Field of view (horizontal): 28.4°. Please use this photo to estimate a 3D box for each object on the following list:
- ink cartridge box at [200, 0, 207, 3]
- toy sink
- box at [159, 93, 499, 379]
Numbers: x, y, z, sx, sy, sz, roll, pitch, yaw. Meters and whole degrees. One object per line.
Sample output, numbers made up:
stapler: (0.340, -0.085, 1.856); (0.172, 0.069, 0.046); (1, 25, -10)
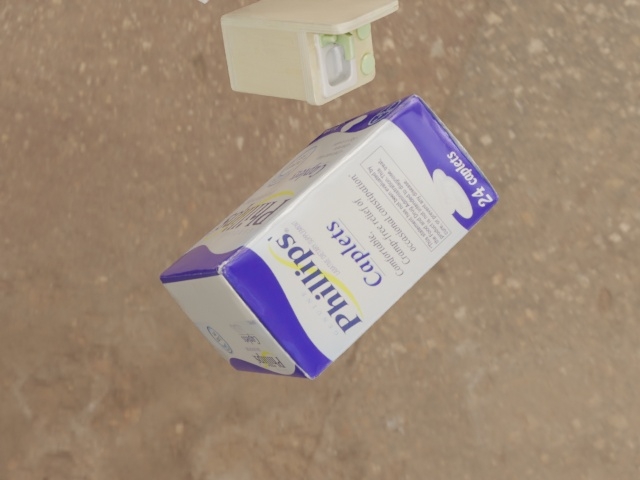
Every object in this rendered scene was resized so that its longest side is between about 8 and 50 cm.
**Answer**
ink cartridge box: (-0.105, -0.510, 1.858); (0.117, 0.207, 0.283); (40, 125, -17)
toy sink: (-0.008, -0.288, 1.901); (0.234, 0.153, 0.131); (11, 120, 37)
box: (0.000, 0.000, 0.657); (0.137, 0.126, 0.072); (-43, 101, -17)
